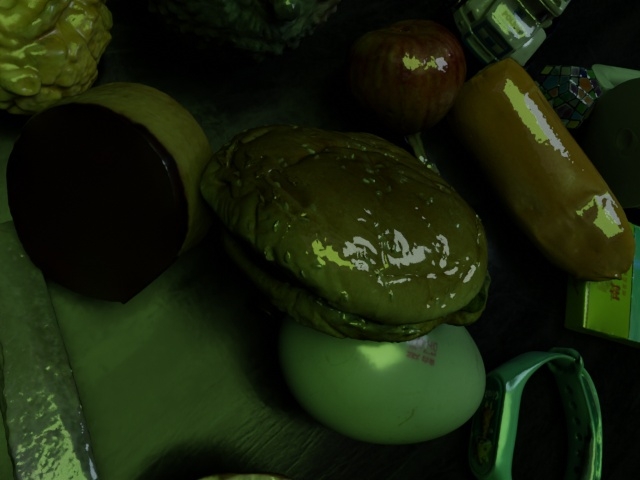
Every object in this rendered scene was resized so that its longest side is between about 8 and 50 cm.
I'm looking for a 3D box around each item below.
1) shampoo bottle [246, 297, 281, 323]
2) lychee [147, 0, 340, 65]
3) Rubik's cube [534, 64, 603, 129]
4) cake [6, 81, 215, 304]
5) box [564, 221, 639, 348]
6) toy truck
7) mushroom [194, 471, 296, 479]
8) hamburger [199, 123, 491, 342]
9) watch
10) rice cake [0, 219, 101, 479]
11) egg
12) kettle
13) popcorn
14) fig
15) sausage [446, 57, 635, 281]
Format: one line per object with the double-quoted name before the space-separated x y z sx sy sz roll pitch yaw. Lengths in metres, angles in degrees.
"shampoo bottle" -0.002 -0.001 0.729 0.067 0.068 0.236 41 66 -11
"lychee" -0.092 -0.337 0.662 0.255 0.255 0.274 -18 54 -25
"Rubik's cube" 0.370 -0.218 0.907 0.111 0.111 0.093 -1 107 -23
"cake" -0.192 -0.056 0.615 0.185 0.178 0.207 -6 101 16
"box" 0.538 0.084 0.949 0.335 0.047 0.187 16 75 -19
"toy truck" 0.296 -0.351 0.856 0.161 0.177 0.213 42 67 -12
"mushroom" -0.037 0.356 0.533 0.208 0.302 0.233 -11 116 -41
"hamburger" 0.032 -0.023 0.580 0.285 0.265 0.134 -7 122 -36
"watch" 0.297 0.258 0.804 0.195 0.068 0.237 16 76 -21
"rice cake" -0.259 0.165 0.550 0.070 0.064 0.399 -13 72 -29
"egg" 0.074 0.136 0.670 0.264 0.183 0.182 25 72 -28
"kettle" 0.595 -0.165 0.936 0.318 0.205 0.265 1 83 -20
"popcorn" -0.297 -0.208 0.605 0.194 0.140 0.163 -41 92 -22
"fig" 0.115 -0.207 0.784 0.148 0.202 0.149 28 80 24
"sausage" 0.316 -0.087 0.845 0.134 0.116 0.354 -35 97 6
